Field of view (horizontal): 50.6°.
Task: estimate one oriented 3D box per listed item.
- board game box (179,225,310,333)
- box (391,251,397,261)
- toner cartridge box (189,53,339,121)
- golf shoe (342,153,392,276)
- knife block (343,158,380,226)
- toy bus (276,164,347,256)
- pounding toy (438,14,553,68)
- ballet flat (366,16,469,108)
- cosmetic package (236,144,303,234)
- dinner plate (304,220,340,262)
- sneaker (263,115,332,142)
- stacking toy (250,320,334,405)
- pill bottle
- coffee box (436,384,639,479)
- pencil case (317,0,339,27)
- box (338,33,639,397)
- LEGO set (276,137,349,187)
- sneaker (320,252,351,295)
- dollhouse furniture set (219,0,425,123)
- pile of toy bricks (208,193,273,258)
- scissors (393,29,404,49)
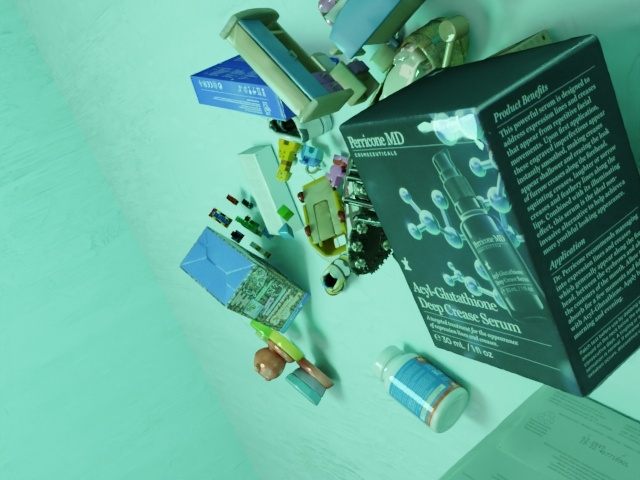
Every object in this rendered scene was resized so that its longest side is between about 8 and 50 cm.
[{"bbox_3d":[-0.210,0.115,1.923,0.232,0.141,0.291,35,179,37],"label":"board game box"},{"bbox_3d":[0.280,0.070,1.339,0.270,0.060,0.216,52,150,12],"label":"box"},{"bbox_3d":[-0.124,-0.341,1.466,0.348,0.165,0.075,22,135,48],"label":"toner cartridge box"},{"bbox_3d":[0.097,-0.062,1.437,0.120,0.105,0.272,-137,48,-64],"label":"golf shoe"},{"bbox_3d":[0.179,-0.097,1.234,0.276,0.088,0.242,-35,64,28],"label":"knife block"},{"bbox_3d":[0.018,-0.062,1.568,0.191,0.202,0.104,24,167,37],"label":"toy bus"},{"bbox_3d":[0.261,-0.251,1.016,0.206,0.094,0.181,61,153,-9],"label":"pounding toy"},{"bbox_3d":[0.134,-0.237,1.181,0.123,0.123,0.348,51,146,13],"label":"ballet flat"},{"bbox_3d":[-0.132,-0.131,1.790,0.099,0.060,0.238,10,126,57],"label":"cosmetic package"},{"bbox_3d":[0.000,0.000,1.758,0.141,0.017,0.141,40,147,33],"label":"dinner plate"},{"bbox_3d":[-0.090,-0.287,1.538,0.258,0.091,0.094,25,138,45],"label":"sneaker"},{"bbox_3d":[-0.125,0.384,2.099,0.280,0.130,0.309,25,160,53],"label":"stacking toy"},{"bbox_3d":[0.231,0.346,1.617,0.222,0.124,0.124,34,143,37],"label":"pill bottle"},{"bbox_3d":[0.457,0.530,1.214,0.338,0.338,0.334,23,137,47],"label":"coffee box"},{"bbox_3d":[0.067,-0.437,1.142,0.209,0.098,0.095,-41,64,61],"label":"pencil case"},{"bbox_3d":[0.250,-0.034,0.922,0.294,0.212,0.395,9,128,61],"label":"box"},{"bbox_3d":[-0.045,-0.170,1.537,0.227,0.087,0.093,23,98,44],"label":"LEGO set"},{"bbox_3d":[0.028,0.101,1.735,0.069,0.084,0.185,44,149,14],"label":"sneaker"},{"bbox_3d":[0.046,-0.377,1.078,0.198,0.286,0.303,48,122,4],"label":"dollhouse furniture set"},{"bbox_3d":[-0.212,-0.042,1.985,0.212,0.118,0.105,34,175,10],"label":"pile of toy bricks"},{"bbox_3d":[0.159,-0.288,1.229,0.109,0.021,0.297,38,144,34],"label":"scissors"}]
